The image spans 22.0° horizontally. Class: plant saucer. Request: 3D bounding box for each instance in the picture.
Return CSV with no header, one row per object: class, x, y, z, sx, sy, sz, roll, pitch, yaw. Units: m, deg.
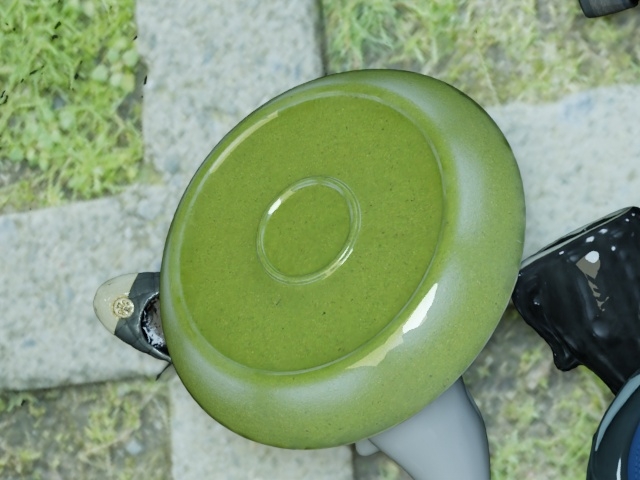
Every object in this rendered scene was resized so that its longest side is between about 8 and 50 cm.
plant saucer,0.000,0.000,0.947,0.241,0.037,0.241,-13,61,25

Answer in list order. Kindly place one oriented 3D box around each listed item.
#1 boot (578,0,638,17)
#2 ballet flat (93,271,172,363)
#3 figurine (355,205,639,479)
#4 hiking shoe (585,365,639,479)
boot,0.235,-0.235,0.867,0.229,0.091,0.263,-6,125,19
ballet flat,-0.065,0.060,1.020,0.173,0.049,0.057,19,97,15
figurine,0.130,0.119,0.949,0.215,0.092,0.209,-26,89,17
hiking shoe,0.277,0.072,0.832,0.304,0.132,0.113,-27,96,0
